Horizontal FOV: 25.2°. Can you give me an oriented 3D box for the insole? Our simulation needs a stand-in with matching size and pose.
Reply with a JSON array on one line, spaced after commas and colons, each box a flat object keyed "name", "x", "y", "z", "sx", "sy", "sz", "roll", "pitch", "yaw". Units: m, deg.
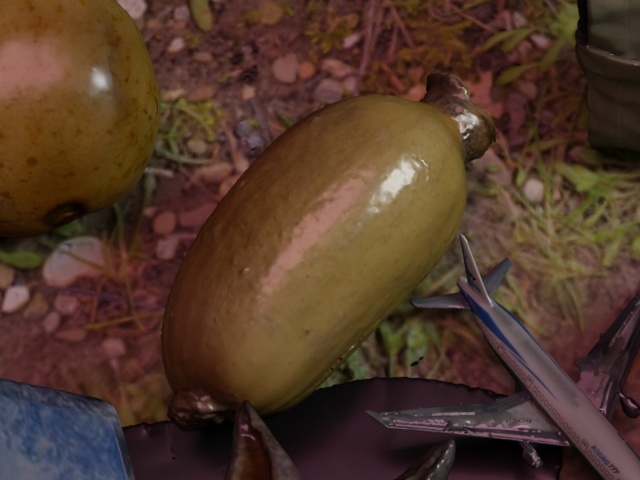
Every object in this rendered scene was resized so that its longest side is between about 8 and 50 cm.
[{"name": "insole", "x": -0.016, "y": 0.153, "z": 0.945, "sx": 0.348, "sy": 0.009, "sz": 0.119, "roll": -7, "pitch": 61, "yaw": 3}]

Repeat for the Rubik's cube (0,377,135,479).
[{"name": "Rubik's cube", "x": -0.268, "y": 0.254, "z": 0.697, "sx": 0.316, "sy": 0.318, "sz": 0.313, "roll": -33, "pitch": 60, "yaw": 25}]

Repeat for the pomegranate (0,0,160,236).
[{"name": "pomegranate", "x": -0.206, "y": -0.105, "z": 1.011, "sx": 0.196, "sy": 0.196, "sz": 0.196, "roll": -3, "pitch": 63, "yaw": 5}]

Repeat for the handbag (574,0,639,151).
[{"name": "handbag", "x": 0.287, "y": -0.169, "z": 0.915, "sx": 0.253, "sy": 0.316, "sz": 0.109, "roll": 2, "pitch": 44, "yaw": 16}]

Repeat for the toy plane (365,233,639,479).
[{"name": "toy plane", "x": 0.147, "y": 0.094, "z": 0.922, "sx": 0.226, "sy": 0.058, "sz": 0.226, "roll": -23, "pitch": 60, "yaw": -19}]

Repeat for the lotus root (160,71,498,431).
[{"name": "lotus root", "x": -0.003, "y": -0.002, "z": 0.944, "sx": 0.303, "sy": 0.131, "sz": 0.146, "roll": -48, "pitch": 33, "yaw": -14}]

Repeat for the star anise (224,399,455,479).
[{"name": "star anise", "x": -0.018, "y": 0.253, "z": 0.834, "sx": 0.331, "sy": 0.117, "sz": 0.332, "roll": -1, "pitch": 71, "yaw": 3}]
